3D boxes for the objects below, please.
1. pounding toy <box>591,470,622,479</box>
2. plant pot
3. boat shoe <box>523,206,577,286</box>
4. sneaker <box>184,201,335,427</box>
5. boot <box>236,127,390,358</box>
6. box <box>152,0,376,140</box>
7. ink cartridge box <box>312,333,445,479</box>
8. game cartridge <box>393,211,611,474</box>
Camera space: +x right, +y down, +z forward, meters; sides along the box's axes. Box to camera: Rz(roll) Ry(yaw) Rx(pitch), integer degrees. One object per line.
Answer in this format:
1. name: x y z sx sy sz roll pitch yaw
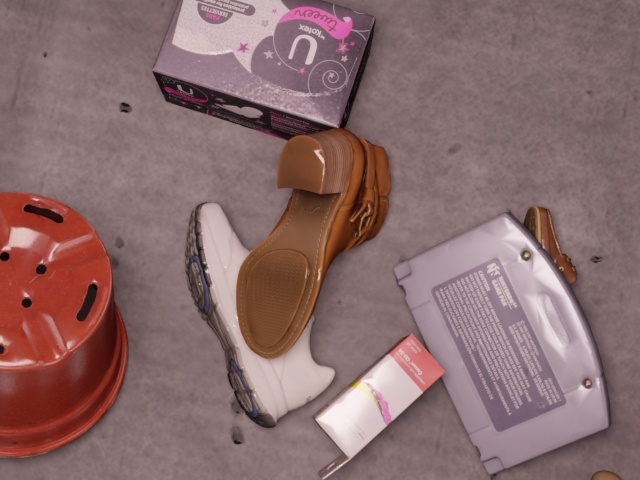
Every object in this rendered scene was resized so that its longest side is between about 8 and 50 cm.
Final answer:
1. pounding toy: 0.330 0.413 1.274 0.154 0.154 0.270 20 81 2
2. plant pot: -0.347 0.087 1.218 0.272 0.265 0.272 6 66 -13
3. boat shoe: 0.302 0.043 1.383 0.060 0.064 0.178 -6 87 -8
4. sneaker: -0.085 0.085 1.357 0.129 0.111 0.297 -22 85 -21
5. boot: 0.000 0.000 1.318 0.109 0.220 0.283 11 97 24
6. box: -0.070 -0.236 1.375 0.247 0.142 0.163 18 81 1
7. ink cartridge box: 0.055 0.207 1.320 0.198 0.115 0.067 -41 85 -8
8. game cartridge: 0.238 0.125 1.336 0.196 0.060 0.294 -27 82 21
